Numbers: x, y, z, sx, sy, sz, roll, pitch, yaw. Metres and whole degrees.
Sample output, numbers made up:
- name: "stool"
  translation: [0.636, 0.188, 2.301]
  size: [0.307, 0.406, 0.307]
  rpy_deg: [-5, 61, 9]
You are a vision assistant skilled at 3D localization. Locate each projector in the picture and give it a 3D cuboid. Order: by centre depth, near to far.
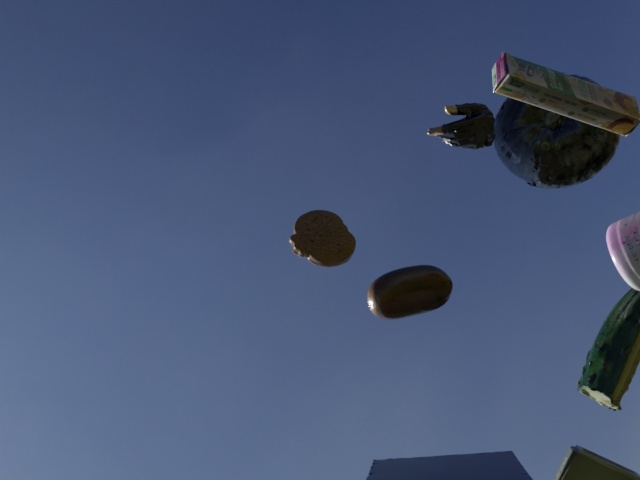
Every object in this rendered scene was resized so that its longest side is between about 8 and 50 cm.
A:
- name: "projector"
  translation: [0.569, 0.592, 1.328]
  size: [0.269, 0.194, 0.088]
  rpy_deg: [-67, -17, 1]

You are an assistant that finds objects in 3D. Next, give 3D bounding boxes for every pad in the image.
- name: "pad"
  translation: [0.098, 0.186, 0.493]
  size: [0.190, 0.127, 0.004]
  rpy_deg: [43, -138, -77]

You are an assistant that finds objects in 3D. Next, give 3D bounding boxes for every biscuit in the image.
- name: "biscuit"
  translation: [0.000, 0.002, 1.610]
  size: [0.170, 0.170, 0.050]
  rpy_deg: [-29, -24, -28]

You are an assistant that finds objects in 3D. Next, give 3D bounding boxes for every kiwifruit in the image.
- name: "kiwifruit"
  translation: [0.125, 0.073, 0.893]
  size: [0.125, 0.075, 0.075]
  rpy_deg: [-16, -56, -9]

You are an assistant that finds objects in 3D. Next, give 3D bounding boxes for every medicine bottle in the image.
- name: "medicine bottle"
  translation: [0.683, -0.013, 1.170]
  size: [0.152, 0.255, 0.151]
  rpy_deg: [25, -130, -33]

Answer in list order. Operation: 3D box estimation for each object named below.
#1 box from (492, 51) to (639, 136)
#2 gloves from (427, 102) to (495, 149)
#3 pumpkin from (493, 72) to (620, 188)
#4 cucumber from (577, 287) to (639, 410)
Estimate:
- name: "box"
  translation: [0.329, -0.194, 0.848]
  size: [0.207, 0.049, 0.041]
  rpy_deg: [15, -35, -12]
- name: "gloves"
  translation: [0.394, -0.310, 1.778]
  size: [0.181, 0.106, 0.129]
  rpy_deg: [-16, -37, -10]
- name: "pumpkin"
  translation: [0.452, -0.213, 1.221]
  size: [0.233, 0.233, 0.163]
  rpy_deg: [-58, -29, -2]
- name: "cucumber"
  translation: [0.679, 0.209, 1.417]
  size: [0.145, 0.105, 0.325]
  rpy_deg: [35, -98, -48]
